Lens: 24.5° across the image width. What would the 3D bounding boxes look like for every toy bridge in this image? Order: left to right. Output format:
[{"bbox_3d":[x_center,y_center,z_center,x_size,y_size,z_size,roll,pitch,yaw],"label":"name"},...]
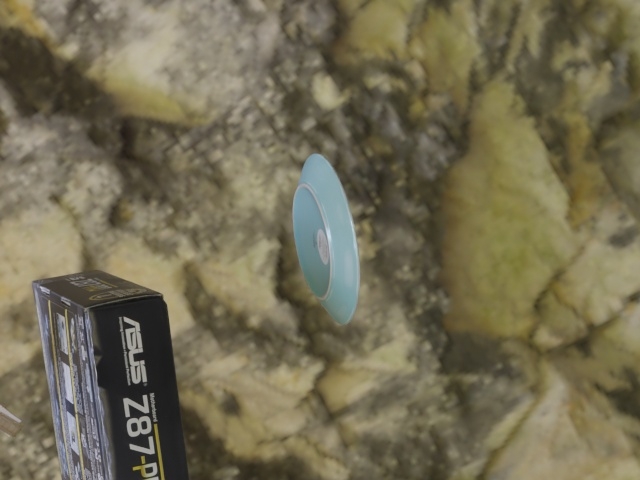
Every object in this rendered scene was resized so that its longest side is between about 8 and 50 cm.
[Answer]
[{"bbox_3d":[-0.388,0.211,1.770,0.063,0.026,0.188,37,170,-2],"label":"toy bridge"}]

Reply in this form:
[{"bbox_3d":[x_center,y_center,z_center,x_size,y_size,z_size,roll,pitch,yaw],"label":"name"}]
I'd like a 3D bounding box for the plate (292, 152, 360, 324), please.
[{"bbox_3d":[0.000,0.000,1.584,0.024,0.188,0.188,-9,-114,-17],"label":"plate"}]

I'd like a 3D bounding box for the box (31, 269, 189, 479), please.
[{"bbox_3d":[-0.224,0.242,1.614,0.097,0.318,0.394,-10,-84,-21],"label":"box"}]
